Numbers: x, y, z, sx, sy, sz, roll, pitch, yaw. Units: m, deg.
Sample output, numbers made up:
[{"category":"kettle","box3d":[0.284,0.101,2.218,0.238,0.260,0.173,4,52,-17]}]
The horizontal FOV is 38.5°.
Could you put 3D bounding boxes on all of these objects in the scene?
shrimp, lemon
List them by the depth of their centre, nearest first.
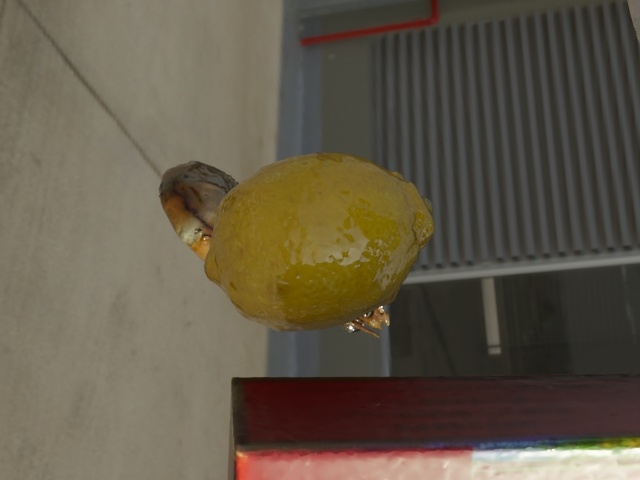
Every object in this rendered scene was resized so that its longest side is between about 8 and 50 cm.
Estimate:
[{"category":"lemon","box3d":[0.000,0.000,0.597,0.114,0.155,0.114,167,-90,-86]},{"category":"shrimp","box3d":[-0.043,0.008,0.928,0.287,0.063,0.152,32,22,-31]}]

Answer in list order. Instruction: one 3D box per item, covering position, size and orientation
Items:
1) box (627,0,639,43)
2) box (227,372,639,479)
[{"category":"box","box3d":[0.282,-0.063,0.420,0.333,0.173,0.145,35,41,-38]},{"category":"box","box3d":[0.107,0.175,0.488,0.089,0.314,0.197,-116,-153,-72]}]
